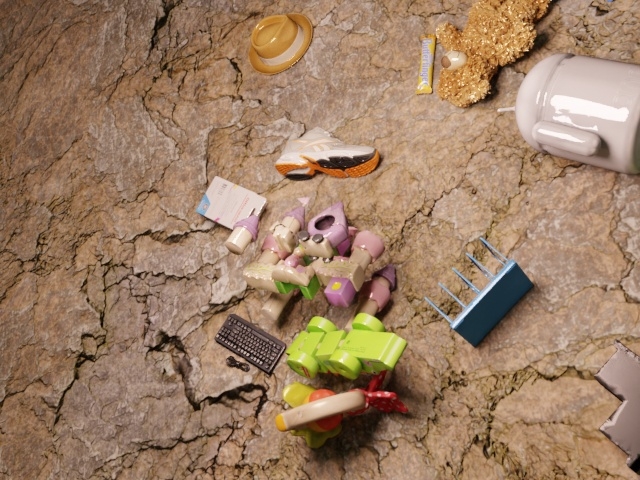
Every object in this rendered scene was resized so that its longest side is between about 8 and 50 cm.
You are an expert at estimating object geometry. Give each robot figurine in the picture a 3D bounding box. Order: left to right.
[{"bbox_3d":[0.526,-0.246,1.546,0.353,0.200,0.300,20,38,35],"label":"robot figurine"}]

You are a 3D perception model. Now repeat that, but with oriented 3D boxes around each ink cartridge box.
[{"bbox_3d":[-0.203,-0.075,1.962,0.181,0.061,0.104,25,82,35],"label":"ink cartridge box"}]

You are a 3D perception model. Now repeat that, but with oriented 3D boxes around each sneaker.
[{"bbox_3d":[0.017,-0.217,1.885,0.262,0.099,0.121,1,65,28],"label":"sneaker"}]

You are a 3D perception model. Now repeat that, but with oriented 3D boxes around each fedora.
[{"bbox_3d":[-0.118,-0.528,2.105,0.194,0.079,0.194,-11,63,24],"label":"fedora"}]

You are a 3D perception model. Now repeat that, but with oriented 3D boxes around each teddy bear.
[{"bbox_3d":[0.367,-0.458,1.786,0.338,0.113,0.245,-43,53,6],"label":"teddy bear"}]

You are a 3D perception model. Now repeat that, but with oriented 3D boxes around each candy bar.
[{"bbox_3d":[0.247,-0.411,1.888,0.040,0.018,0.161,-3,68,28],"label":"candy bar"}]

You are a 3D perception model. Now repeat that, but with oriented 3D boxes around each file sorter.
[{"bbox_3d":[0.304,0.098,1.572,0.170,0.118,0.104,-48,51,3],"label":"file sorter"}]

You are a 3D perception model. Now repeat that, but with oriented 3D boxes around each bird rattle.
[{"bbox_3d":[0.029,0.335,1.578,0.253,0.207,0.143,-16,80,33],"label":"bird rattle"}]

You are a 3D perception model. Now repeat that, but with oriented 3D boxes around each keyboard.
[{"bbox_3d":[-0.168,0.243,1.826,0.180,0.023,0.108,25,82,35],"label":"keyboard"}]

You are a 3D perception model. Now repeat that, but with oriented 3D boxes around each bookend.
[{"bbox_3d":[0.526,0.284,1.391,0.157,0.072,0.156,-50,54,2],"label":"bookend"}]

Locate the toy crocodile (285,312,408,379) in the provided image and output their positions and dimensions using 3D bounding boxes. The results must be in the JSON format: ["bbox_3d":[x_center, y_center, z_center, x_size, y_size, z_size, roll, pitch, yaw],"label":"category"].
[{"bbox_3d":[0.042,0.220,1.590,0.340,0.105,0.115,-10,41,50],"label":"toy crocodile"}]

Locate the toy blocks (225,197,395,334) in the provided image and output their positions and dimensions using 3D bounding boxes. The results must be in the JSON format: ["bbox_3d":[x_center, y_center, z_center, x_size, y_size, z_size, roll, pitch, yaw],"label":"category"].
[{"bbox_3d":[0.000,0.000,1.681,0.288,0.309,0.260,9,51,33],"label":"toy blocks"}]
